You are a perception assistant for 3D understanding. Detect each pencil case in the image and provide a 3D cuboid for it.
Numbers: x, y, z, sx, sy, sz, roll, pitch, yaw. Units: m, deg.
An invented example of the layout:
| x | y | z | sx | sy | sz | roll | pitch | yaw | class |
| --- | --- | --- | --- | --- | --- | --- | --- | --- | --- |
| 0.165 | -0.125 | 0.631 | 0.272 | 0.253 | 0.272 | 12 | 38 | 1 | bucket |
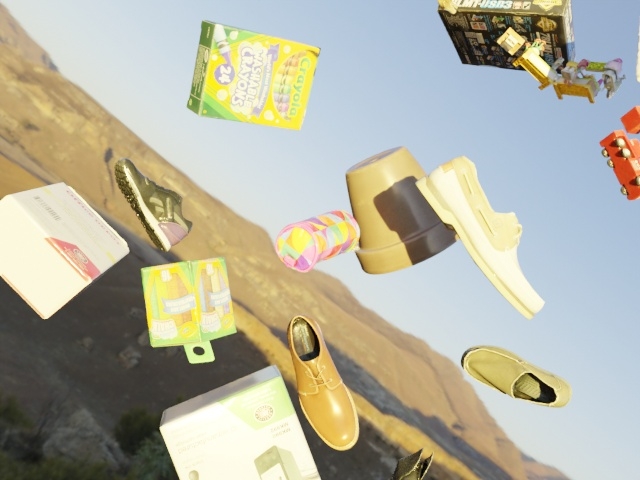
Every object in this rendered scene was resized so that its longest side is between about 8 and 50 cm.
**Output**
| x | y | z | sx | sy | sz | roll | pitch | yaw | class |
| --- | --- | --- | --- | --- | --- | --- | --- | --- | --- |
| 0.000 | 0.000 | 1.293 | 0.104 | 0.104 | 0.236 | 38 | 21 | 16 | pencil case |

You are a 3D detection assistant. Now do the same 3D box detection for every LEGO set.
| x | y | z | sx | sy | sz | roll | pitch | yaw | class |
| --- | --- | --- | --- | --- | --- | --- | --- | --- | --- |
| 0.543 | -0.402 | 1.425 | 0.287 | 0.107 | 0.132 | 35 | -13 | 30 | LEGO set |

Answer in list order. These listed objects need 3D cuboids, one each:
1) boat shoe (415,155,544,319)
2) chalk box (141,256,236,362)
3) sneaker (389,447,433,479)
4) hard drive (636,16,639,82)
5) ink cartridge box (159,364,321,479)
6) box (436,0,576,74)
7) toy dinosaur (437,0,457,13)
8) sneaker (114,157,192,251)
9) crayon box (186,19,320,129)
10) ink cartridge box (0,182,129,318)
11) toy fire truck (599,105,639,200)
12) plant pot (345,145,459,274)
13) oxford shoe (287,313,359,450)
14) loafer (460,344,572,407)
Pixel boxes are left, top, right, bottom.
| x | y | z | sx | sy | sz | roll | pitch | yaw | class |
| --- | --- | --- | --- | --- | --- | --- | --- | --- | --- |
| 0.290 | -0.009 | 1.083 | 0.302 | 0.103 | 0.113 | 54 | 8 | 8 | boat shoe |
| -0.271 | 0.151 | 1.333 | 0.132 | 0.133 | 0.212 | -2 | 82 | -64 | chalk box |
| 0.171 | 0.497 | 1.328 | 0.051 | 0.089 | 0.170 | 30 | -43 | -6 | sneaker |
| 0.669 | -0.390 | 1.015 | 0.040 | 0.210 | 0.319 | 32 | -30 | -25 | hard drive |
| -0.116 | 0.388 | 1.073 | 0.121 | 0.211 | 0.289 | 172 | -103 | -79 | ink cartridge box |
| 0.468 | -0.515 | 1.581 | 0.294 | 0.073 | 0.295 | 12 | -7 | 27 | box |
| 0.152 | -0.430 | 0.986 | 0.183 | 0.092 | 0.053 | 40 | -1 | 8 | toy dinosaur |
| -0.449 | -0.116 | 1.738 | 0.107 | 0.124 | 0.283 | 20 | -39 | 49 | sneaker |
| -0.134 | -0.378 | 1.504 | 0.323 | 0.203 | 0.083 | 1 | 23 | -36 | crayon box |
| -0.695 | 0.012 | 1.685 | 0.279 | 0.160 | 0.384 | 48 | 5 | -9 | ink cartridge box |
| 0.634 | -0.175 | 1.281 | 0.047 | 0.135 | 0.192 | -50 | -126 | 58 | toy fire truck |
| 0.169 | -0.082 | 1.441 | 0.229 | 0.263 | 0.263 | 66 | -11 | -11 | plant pot |
| -0.004 | 0.209 | 0.950 | 0.076 | 0.076 | 0.212 | 77 | -11 | -71 | oxford shoe |
| 0.434 | 0.303 | 1.437 | 0.251 | 0.094 | 0.087 | 16 | 2 | 27 | loafer |
